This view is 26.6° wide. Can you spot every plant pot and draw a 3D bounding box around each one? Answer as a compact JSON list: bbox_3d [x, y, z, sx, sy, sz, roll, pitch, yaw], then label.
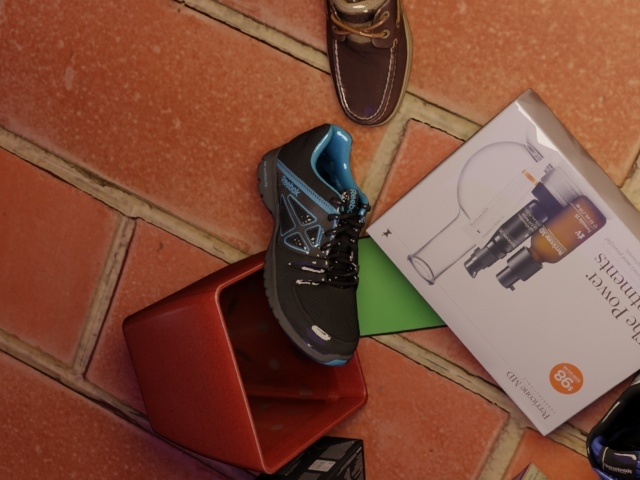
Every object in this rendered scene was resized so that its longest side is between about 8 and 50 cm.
[{"bbox_3d":[-0.124,0.161,1.947,0.235,0.267,0.267,-7,103,37],"label":"plant pot"}]

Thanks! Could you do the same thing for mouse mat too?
[{"bbox_3d":[0.116,0.059,1.944,0.189,0.007,0.153,-9,102,25],"label":"mouse mat"}]

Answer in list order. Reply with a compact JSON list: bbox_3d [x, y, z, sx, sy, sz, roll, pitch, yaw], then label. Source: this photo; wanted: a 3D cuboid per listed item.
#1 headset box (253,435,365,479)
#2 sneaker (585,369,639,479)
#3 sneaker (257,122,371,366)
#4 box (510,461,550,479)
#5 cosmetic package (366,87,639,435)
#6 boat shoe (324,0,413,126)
[{"bbox_3d":[-0.012,0.464,1.998,0.110,0.218,0.293,2,106,23],"label":"headset box"},{"bbox_3d":[0.407,0.303,1.790,0.127,0.182,0.315,20,111,31],"label":"sneaker"},{"bbox_3d":[0.000,0.000,1.826,0.139,0.125,0.341,-33,60,39],"label":"sneaker"},{"bbox_3d":[0.304,0.484,1.933,0.243,0.117,0.213,45,116,5],"label":"box"},{"bbox_3d":[0.290,0.032,1.815,0.377,0.097,0.284,49,118,1],"label":"cosmetic package"},{"bbox_3d":[0.051,-0.313,1.793,0.123,0.123,0.342,9,109,19],"label":"boat shoe"}]
